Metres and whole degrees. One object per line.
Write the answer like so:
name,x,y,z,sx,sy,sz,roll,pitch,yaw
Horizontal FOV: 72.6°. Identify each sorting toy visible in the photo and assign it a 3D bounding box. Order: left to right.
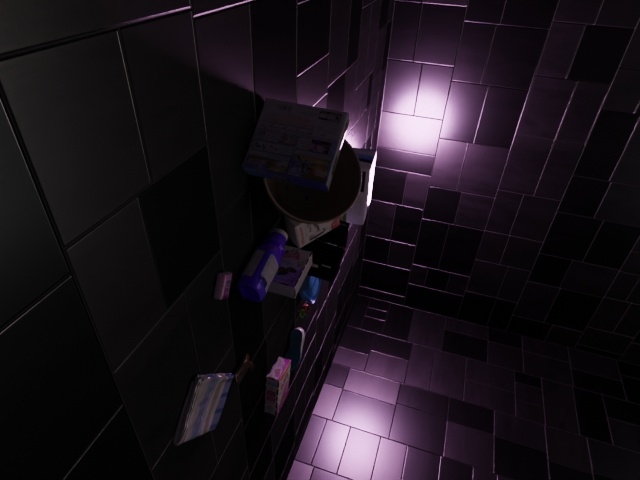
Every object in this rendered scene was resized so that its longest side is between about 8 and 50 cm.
sorting toy,-0.100,0.387,2.368,0.102,0.042,0.061,-40,127,-50

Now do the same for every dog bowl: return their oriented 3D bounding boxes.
dog bowl,-0.060,0.212,2.275,0.297,0.074,0.165,82,25,-55

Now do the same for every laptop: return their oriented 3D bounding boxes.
laptop,-0.012,0.021,1.983,0.136,0.235,0.264,-103,-149,-75

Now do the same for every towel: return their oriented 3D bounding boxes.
towel,-0.369,0.535,1.411,0.285,0.034,0.209,56,49,-72

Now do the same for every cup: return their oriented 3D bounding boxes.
cup,-0.050,-0.206,1.517,0.237,0.332,0.330,158,-52,-74

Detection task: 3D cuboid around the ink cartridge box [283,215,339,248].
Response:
ink cartridge box,-0.033,-0.086,1.832,0.218,0.092,0.158,-29,147,-14

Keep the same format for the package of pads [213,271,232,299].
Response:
package of pads,-0.298,0.137,1.329,0.050,0.032,0.083,-3,105,-73

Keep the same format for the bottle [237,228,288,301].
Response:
bottle,-0.197,0.078,1.552,0.118,0.093,0.282,80,26,-48

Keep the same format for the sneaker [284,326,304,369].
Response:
sneaker,-0.129,0.574,2.309,0.092,0.088,0.228,1,103,-78

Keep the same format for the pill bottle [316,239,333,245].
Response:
pill bottle,0.000,0.000,2.153,0.272,0.153,0.152,0,103,-77

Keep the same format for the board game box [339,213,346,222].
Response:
board game box,0.065,-0.229,2.104,0.242,0.064,0.316,-114,-160,-51

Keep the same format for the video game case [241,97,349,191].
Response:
video game case,-0.073,-0.294,1.327,0.061,0.270,0.244,66,39,-72

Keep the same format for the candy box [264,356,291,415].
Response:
candy box,-0.210,0.714,2.140,0.159,0.071,0.233,-52,152,-59

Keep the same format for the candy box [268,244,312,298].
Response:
candy box,-0.139,0.110,1.661,0.196,0.165,0.070,-64,162,-44

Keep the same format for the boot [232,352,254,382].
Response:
boot,-0.297,0.505,1.661,0.114,0.037,0.106,-67,150,-47

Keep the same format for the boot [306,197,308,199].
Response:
boot,-0.041,-0.224,1.927,0.178,0.086,0.236,-33,136,-75

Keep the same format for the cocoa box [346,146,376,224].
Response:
cocoa box,0.156,-0.298,2.323,0.227,0.232,0.346,-67,164,-51
